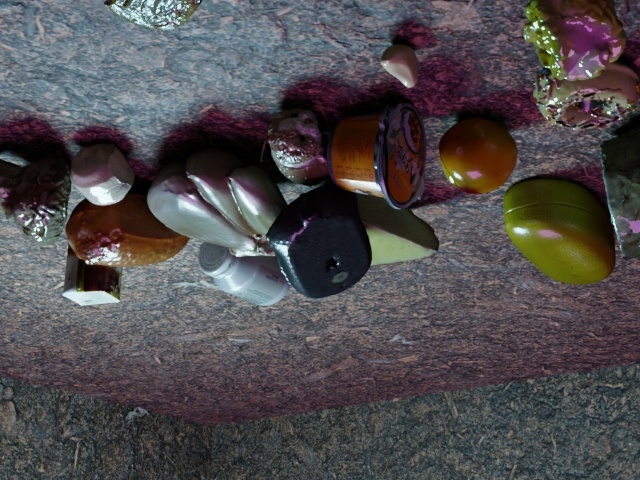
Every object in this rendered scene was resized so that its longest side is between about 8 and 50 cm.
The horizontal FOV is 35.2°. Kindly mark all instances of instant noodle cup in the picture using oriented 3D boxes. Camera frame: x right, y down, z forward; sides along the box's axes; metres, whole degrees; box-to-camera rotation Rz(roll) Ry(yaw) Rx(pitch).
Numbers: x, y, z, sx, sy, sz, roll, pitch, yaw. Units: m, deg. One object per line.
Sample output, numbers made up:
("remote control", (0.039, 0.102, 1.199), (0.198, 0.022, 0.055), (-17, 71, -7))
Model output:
("instant noodle cup", (0.089, -0.146, 1.721), (0.125, 0.177, 0.208), (5, 132, 29))

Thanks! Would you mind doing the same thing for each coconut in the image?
("coconut", (-0.397, -0.118, 1.871), (0.110, 0.110, 0.124), (-8, 152, 20))

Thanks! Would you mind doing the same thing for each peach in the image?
("peach", (0.275, -0.146, 1.755), (0.138, 0.138, 0.138), (0, 159, 0))

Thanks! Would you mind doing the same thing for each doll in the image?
("doll", (-0.024, -0.155, 1.765), (0.115, 0.105, 0.221), (-33, 155, 12))

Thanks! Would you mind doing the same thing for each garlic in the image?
("garlic", (0.123, -0.270, 1.532), (0.041, 0.053, 0.083), (-12, 147, 34))
("garlic", (-0.191, -0.076, 1.913), (0.279, 0.132, 0.325), (-9, 147, 28))

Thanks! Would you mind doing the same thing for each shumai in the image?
("shumai", (-0.558, -0.085, 1.884), (0.175, 0.166, 0.206), (8, 159, -6))

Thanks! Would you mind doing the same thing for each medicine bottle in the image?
("medicine bottle", (-0.173, 0.060, 2.277), (0.135, 0.135, 0.215), (-14, 154, 33))

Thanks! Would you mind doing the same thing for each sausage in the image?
("sausage", (-0.377, -0.025, 2.013), (0.141, 0.153, 0.268), (-23, 166, 37))

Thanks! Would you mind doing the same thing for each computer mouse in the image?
("computer mouse", (-0.003, -0.003, 1.869), (0.183, 0.116, 0.323), (-32, 150, -6))

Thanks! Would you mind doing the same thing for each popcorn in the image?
("popcorn", (0.347, -0.292, 1.383), (0.145, 0.126, 0.126), (31, 139, -2))

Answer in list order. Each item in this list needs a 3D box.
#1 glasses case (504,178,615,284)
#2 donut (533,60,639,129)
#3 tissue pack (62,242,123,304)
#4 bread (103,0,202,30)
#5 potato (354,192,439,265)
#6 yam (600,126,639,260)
("glasses case", (0.510, -0.003, 2.090), (0.173, 0.141, 0.371), (-12, 156, 27))
("donut", (0.426, -0.229, 1.612), (0.175, 0.068, 0.174), (0, 158, 0))
("tissue pack", (-0.507, 0.060, 2.264), (0.106, 0.148, 0.099), (-6, 158, 16))
("bread", (-0.217, -0.340, 1.346), (0.117, 0.064, 0.156), (10, 158, -26))
("potato", (0.071, -0.048, 2.036), (0.269, 0.112, 0.255), (-12, 149, 24))
("yam", (0.644, -0.106, 1.712), (0.348, 0.241, 0.241), (-18, 152, 34))
